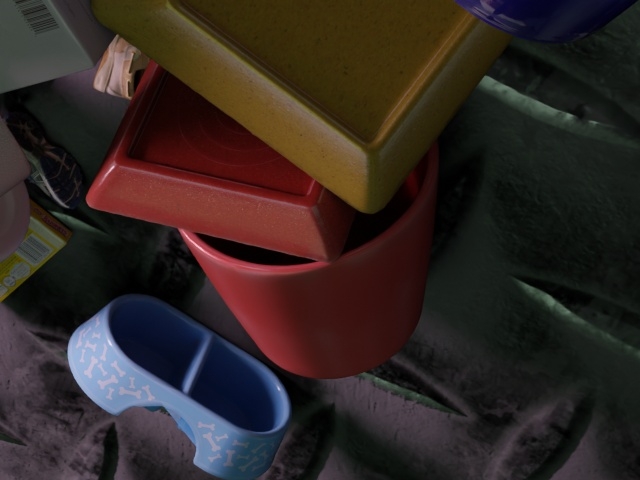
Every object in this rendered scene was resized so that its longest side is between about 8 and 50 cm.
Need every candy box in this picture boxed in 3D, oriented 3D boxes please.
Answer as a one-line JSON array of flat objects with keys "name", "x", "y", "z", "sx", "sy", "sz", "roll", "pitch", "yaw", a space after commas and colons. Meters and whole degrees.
[{"name": "candy box", "x": -0.405, "y": 0.010, "z": 1.991, "sx": 0.105, "sy": 0.027, "sz": 0.206, "roll": 42, "pitch": 134, "yaw": -14}]

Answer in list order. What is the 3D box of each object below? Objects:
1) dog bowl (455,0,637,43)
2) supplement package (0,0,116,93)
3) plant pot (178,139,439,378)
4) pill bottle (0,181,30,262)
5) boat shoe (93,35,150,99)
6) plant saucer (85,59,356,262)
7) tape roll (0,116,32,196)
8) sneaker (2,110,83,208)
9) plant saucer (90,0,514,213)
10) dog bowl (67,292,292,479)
[{"name": "dog bowl", "x": 0.172, "y": -0.294, "z": 1.272, "sx": 0.265, "sy": 0.265, "sz": 0.104, "roll": 37, "pitch": 137, "yaw": -12}, {"name": "supplement package", "x": -0.247, "y": -0.273, "z": 1.492, "sx": 0.134, "sy": 0.244, "sz": 0.139, "roll": -10, "pitch": 128, "yaw": 32}, {"name": "plant pot", "x": 0.000, "y": 0.000, "z": 1.651, "sx": 0.275, "sy": 0.275, "sz": 0.243, "roll": 8, "pitch": 143, "yaw": 17}, {"name": "pill bottle", "x": -0.471, "y": -0.024, "z": 1.884, "sx": 0.264, "sy": 0.146, "sz": 0.146, "roll": -11, "pitch": 127, "yaw": 48}, {"name": "boat shoe", "x": -0.191, "y": -0.207, "z": 1.668, "sx": 0.059, "sy": 0.063, "sz": 0.170, "roll": 26, "pitch": 146, "yaw": -5}, {"name": "plant saucer", "x": -0.070, "y": -0.121, "z": 1.546, "sx": 0.258, "sy": 0.259, "sz": 0.048, "roll": 13, "pitch": 149, "yaw": 12}, {"name": "tape roll", "x": -0.436, "y": -0.202, "z": 1.606, "sx": 0.392, "sy": 0.072, "sz": 0.392, "roll": 49, "pitch": 169, "yaw": 13}, {"name": "sneaker", "x": -0.331, "y": -0.091, "z": 1.853, "sx": 0.058, "sy": 0.052, "sz": 0.135, "roll": -16, "pitch": 117, "yaw": 46}, {"name": "plant saucer", "x": 0.020, "y": -0.236, "z": 1.392, "sx": 0.333, "sy": 0.081, "sz": 0.333, "roll": 36, "pitch": 96, "yaw": -11}, {"name": "dog bowl", "x": -0.164, "y": 0.173, "z": 1.952, "sx": 0.297, "sy": 0.166, "sz": 0.074, "roll": 33, "pitch": 124, "yaw": -8}]
